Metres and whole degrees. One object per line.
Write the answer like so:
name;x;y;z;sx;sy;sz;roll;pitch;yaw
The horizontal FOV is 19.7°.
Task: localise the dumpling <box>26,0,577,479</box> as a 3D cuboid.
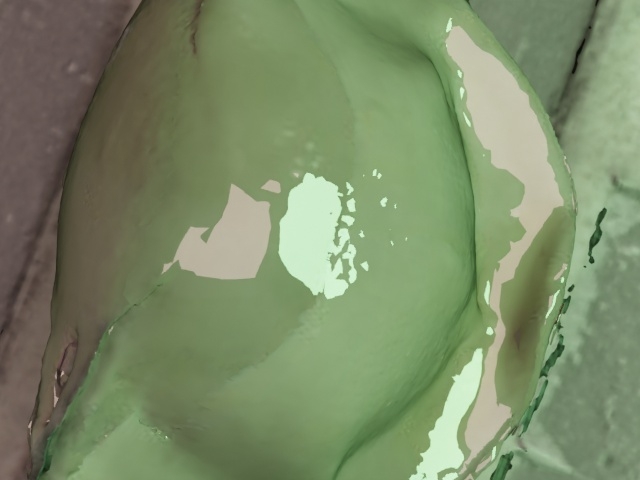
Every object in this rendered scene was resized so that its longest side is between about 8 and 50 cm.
dumpling;0.001;-0.003;0.913;0.260;0.181;0.341;21;55;-19
